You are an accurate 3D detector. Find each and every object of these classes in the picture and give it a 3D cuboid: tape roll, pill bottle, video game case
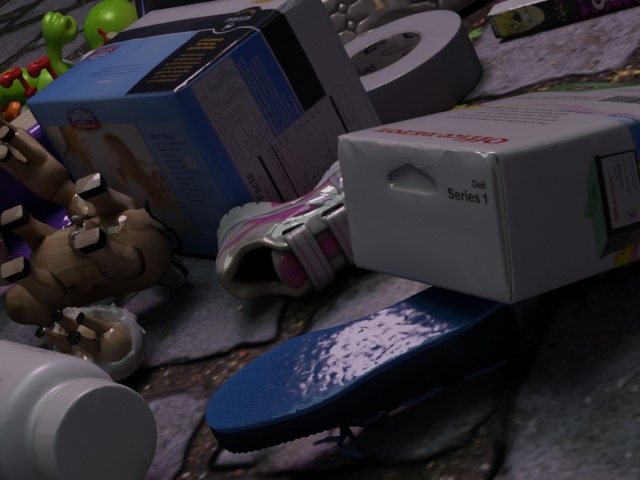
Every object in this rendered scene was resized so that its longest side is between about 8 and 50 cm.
[{"bbox_3d":[0.089,-0.204,1.612,0.219,0.072,0.219,-24,24,11],"label":"tape roll"},{"bbox_3d":[-0.252,0.166,1.167,0.229,0.131,0.131,4,39,50],"label":"pill bottle"},{"bbox_3d":[0.347,-0.351,1.663,0.210,0.042,0.232,-9,30,34],"label":"video game case"}]

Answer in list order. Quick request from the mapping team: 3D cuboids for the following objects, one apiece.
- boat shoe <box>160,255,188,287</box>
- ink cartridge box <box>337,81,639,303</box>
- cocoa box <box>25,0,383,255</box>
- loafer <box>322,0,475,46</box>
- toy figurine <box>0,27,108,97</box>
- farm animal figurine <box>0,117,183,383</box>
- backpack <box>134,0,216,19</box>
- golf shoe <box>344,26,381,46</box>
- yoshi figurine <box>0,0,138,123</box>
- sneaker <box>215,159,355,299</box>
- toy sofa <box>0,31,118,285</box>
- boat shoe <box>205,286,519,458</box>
[{"bbox_3d":[-0.183,0.027,1.478,0.038,0.046,0.125,-46,21,-24],"label":"boat shoe"},{"bbox_3d":[0.183,-0.050,1.037,0.278,0.117,0.201,-15,15,-31],"label":"ink cartridge box"},{"bbox_3d":[-0.137,-0.135,1.518,0.228,0.231,0.347,-43,28,-29],"label":"cocoa box"},{"bbox_3d":[0.106,-0.345,1.826,0.319,0.112,0.111,-20,6,0],"label":"loafer"},{"bbox_3d":[-0.428,-0.131,1.893,0.363,0.191,0.217,-21,30,19],"label":"toy figurine"},{"bbox_3d":[-0.296,0.015,1.433,0.327,0.172,0.330,-4,64,28],"label":"farm animal figurine"},{"bbox_3d":[-0.138,-0.350,1.939,0.263,0.276,0.213,-12,-3,3],"label":"backpack"},{"bbox_3d":[0.050,-0.251,1.757,0.176,0.069,0.086,-23,19,10],"label":"golf shoe"},{"bbox_3d":[-0.428,-0.309,2.233,0.362,0.203,0.203,-13,21,24],"label":"yoshi figurine"},{"bbox_3d":[0.000,0.000,1.284,0.252,0.103,0.111,-24,28,25],"label":"sneaker"},{"bbox_3d":[-0.317,-0.106,1.679,0.177,0.150,0.362,26,53,30],"label":"toy sofa"},{"bbox_3d":[0.040,0.119,1.012,0.258,0.089,0.109,-20,35,8],"label":"boat shoe"}]
